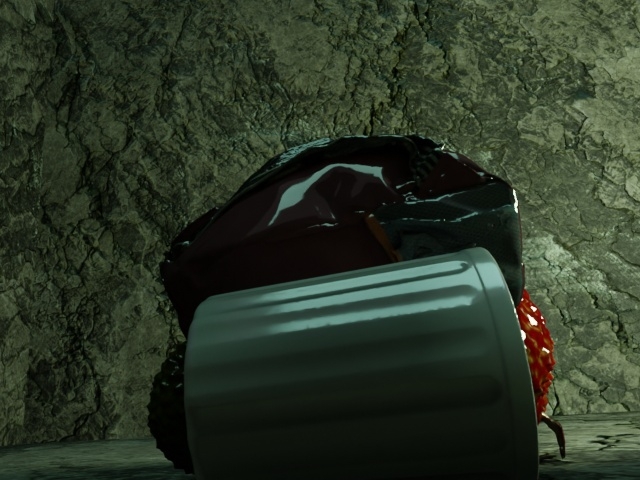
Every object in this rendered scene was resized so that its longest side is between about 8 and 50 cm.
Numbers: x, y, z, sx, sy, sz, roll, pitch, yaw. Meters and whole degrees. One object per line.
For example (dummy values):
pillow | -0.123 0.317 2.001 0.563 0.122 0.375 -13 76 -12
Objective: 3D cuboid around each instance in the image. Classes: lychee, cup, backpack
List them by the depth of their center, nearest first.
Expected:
cup | 0.027 0.123 0.423 0.202 0.221 0.167 -7 25 3
backpack | 0.000 0.000 0.604 0.318 0.197 0.283 -13 12 -6
lychee | -0.092 0.171 0.621 0.171 0.171 0.171 -3 -16 -1

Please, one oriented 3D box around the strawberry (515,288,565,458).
strawberry | 0.179 0.161 0.755 0.292 0.292 0.343 -1 8 -7
